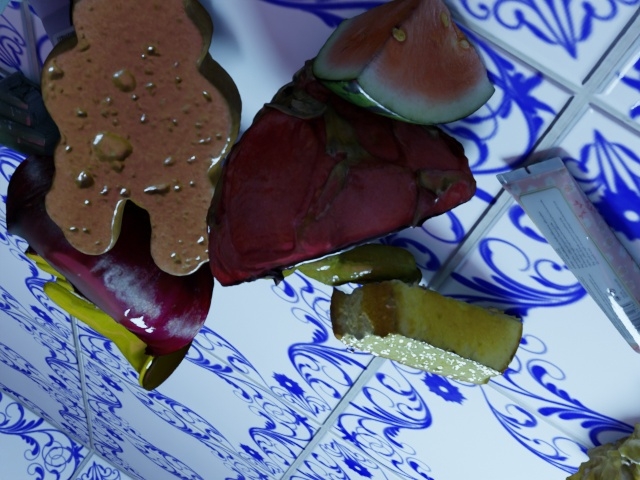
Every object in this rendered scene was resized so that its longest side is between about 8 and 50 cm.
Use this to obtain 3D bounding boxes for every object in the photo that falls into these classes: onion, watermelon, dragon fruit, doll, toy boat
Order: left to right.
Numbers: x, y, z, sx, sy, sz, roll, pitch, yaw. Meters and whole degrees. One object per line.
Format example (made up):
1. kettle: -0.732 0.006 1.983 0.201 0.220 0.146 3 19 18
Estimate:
1. toy boat: -0.404 -0.175 1.165 0.261 0.078 0.085 26 129 15
2. onion: -0.207 -0.012 1.106 0.272 0.195 0.272 47 180 0
3. dragon fruit: -0.002 -0.063 0.785 0.224 0.218 0.148 -41 -70 -80
4. doll: 0.000 0.000 0.995 0.210 0.097 0.137 11 180 11
5. watermelon: 0.056 -0.128 0.684 0.125 0.135 0.094 33 119 9

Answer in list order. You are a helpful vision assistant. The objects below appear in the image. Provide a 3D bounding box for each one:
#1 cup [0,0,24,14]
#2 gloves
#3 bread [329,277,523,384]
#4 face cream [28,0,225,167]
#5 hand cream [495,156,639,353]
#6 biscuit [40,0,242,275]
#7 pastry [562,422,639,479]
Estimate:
1. cup: -0.371 -0.263 0.811 0.275 0.259 0.357 23 -177 22
2. gloves: -0.345 0.101 1.561 0.294 0.116 0.133 35 148 13
3. bread: 0.103 0.089 0.969 0.187 0.065 0.103 22 159 -19
4. face cream: -0.180 -0.135 0.965 0.154 0.096 0.274 -1 124 55
5. hand cream: 0.222 0.018 0.795 0.209 0.043 0.067 49 149 -18
6. biscuit: -0.158 -0.105 0.888 0.186 0.044 0.295 13 123 0
7. pastry: 0.334 0.272 1.024 0.154 0.102 0.250 33 153 10
